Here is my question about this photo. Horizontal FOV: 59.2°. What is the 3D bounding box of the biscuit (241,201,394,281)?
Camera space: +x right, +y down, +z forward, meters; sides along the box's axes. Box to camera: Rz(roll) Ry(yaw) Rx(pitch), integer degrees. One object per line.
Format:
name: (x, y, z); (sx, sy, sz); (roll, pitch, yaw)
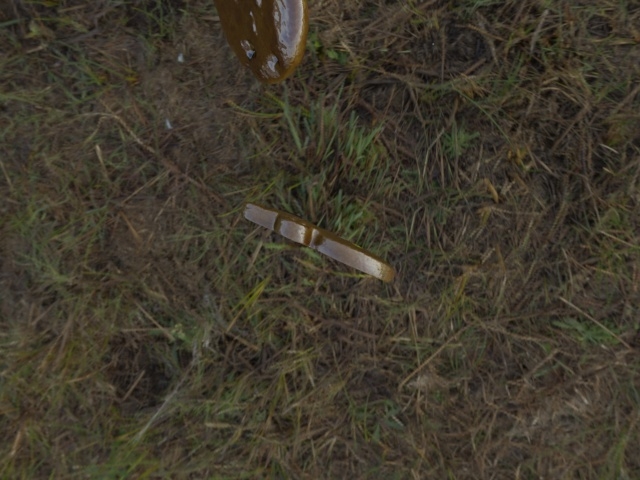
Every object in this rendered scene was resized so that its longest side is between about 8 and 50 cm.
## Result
biscuit: (0.000, 0.000, 0.828); (0.236, 0.180, 0.039); (26, 90, 14)

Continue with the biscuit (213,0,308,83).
biscuit: (-0.079, -0.286, 0.656); (0.036, 0.212, 0.212); (-26, 106, -24)
